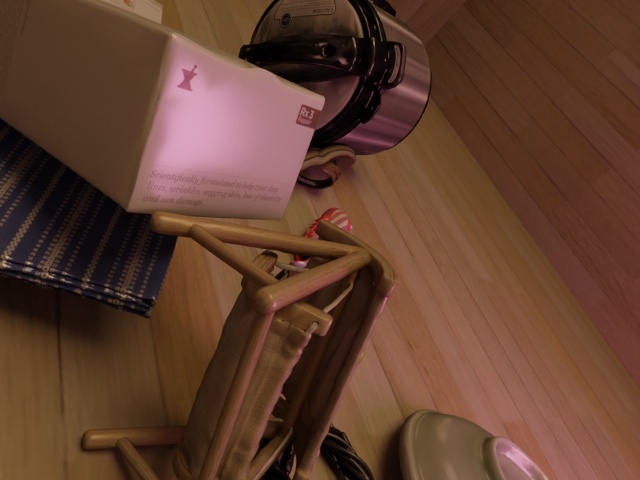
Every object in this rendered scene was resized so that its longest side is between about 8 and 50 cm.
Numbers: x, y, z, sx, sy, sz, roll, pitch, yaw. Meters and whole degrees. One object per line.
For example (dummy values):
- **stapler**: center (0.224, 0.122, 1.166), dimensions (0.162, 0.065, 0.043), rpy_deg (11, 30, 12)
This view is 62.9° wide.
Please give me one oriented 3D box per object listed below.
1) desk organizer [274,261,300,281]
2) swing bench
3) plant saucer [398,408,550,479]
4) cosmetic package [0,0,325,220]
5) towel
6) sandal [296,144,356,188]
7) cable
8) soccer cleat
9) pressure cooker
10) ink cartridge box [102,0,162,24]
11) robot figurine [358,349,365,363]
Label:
- **desk organizer**: center (-0.048, 0.099, 0.823), dimensions (0.050, 0.047, 0.130), rpy_deg (38, 29, -20)
- **swing bench**: center (-0.055, 0.120, 0.523), dimensions (0.165, 0.254, 0.254), rpy_deg (31, 18, 34)
- **plant saucer**: center (0.282, 0.403, 0.753), dimensions (0.400, 0.100, 0.400), rpy_deg (41, 18, -16)
- **cosmetic package**: center (-0.213, -0.169, 0.581), dimensions (0.384, 0.156, 0.217), rpy_deg (33, 17, 32)
- **towel**: center (-0.320, -0.053, 0.563), dimensions (0.335, 0.040, 0.243), rpy_deg (19, 39, -18)
- **sandal**: center (-0.015, -0.153, 1.154), dimensions (0.302, 0.120, 0.087), rpy_deg (-25, 101, -59)
- **cable**: center (0.003, 0.297, 0.635), dimensions (0.150, 0.047, 0.185), rpy_deg (9, 46, -48)
- **soccer cleat**: center (0.000, 0.000, 0.988), dimensions (0.095, 0.083, 0.248), rpy_deg (32, 33, -16)
- **pressure cooker**: center (0.035, -0.395, 1.239), dimensions (0.420, 0.369, 0.376), rpy_deg (-5, 60, -55)
- **ink cartridge box**: center (-0.439, -0.456, 0.998), dimensions (0.275, 0.060, 0.239), rpy_deg (24, 34, -34)
- **robot figurine**: center (0.025, 0.161, 0.808), dimensions (0.115, 0.067, 0.101), rpy_deg (38, 58, -49)
